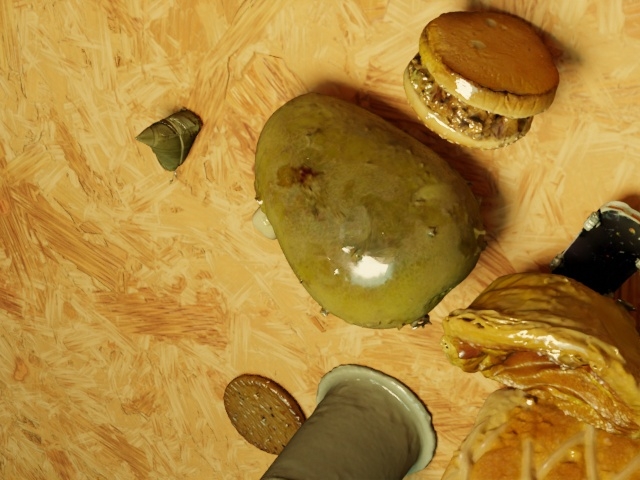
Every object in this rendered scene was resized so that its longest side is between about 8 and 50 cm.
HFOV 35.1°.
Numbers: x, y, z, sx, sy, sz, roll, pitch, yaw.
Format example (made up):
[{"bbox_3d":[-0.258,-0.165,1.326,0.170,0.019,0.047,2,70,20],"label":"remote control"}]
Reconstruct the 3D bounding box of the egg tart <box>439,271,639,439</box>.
[{"bbox_3d":[0.325,0.146,1.346,0.339,0.153,0.351,22,169,24],"label":"egg tart"}]

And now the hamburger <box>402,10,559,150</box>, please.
[{"bbox_3d":[0.191,-0.187,1.229,0.181,0.191,0.118,17,131,2],"label":"hamburger"}]

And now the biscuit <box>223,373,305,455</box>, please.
[{"bbox_3d":[-0.105,0.335,1.936,0.187,0.027,0.188,18,129,24],"label":"biscuit"}]

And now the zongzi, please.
[{"bbox_3d":[-0.269,-0.139,1.648,0.062,0.130,0.154,47,137,13],"label":"zongzi"}]

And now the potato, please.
[{"bbox_3d":[0.047,-0.039,1.408,0.359,0.219,0.270,40,91,17],"label":"potato"}]

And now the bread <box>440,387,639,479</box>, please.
[{"bbox_3d":[0.353,0.448,1.434,0.371,0.390,0.279,11,137,29],"label":"bread"}]

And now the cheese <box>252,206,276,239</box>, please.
[{"bbox_3d":[-0.045,-0.065,1.600,0.065,0.043,0.194,51,137,3],"label":"cheese"}]

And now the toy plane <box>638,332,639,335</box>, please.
[{"bbox_3d":[0.525,0.220,1.345,0.267,0.088,0.212,34,158,15],"label":"toy plane"}]

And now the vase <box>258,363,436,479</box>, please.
[{"bbox_3d":[0.022,0.382,1.693,0.245,0.291,0.245,20,130,27],"label":"vase"}]

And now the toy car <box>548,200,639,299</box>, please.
[{"bbox_3d":[0.372,0.021,1.337,0.095,0.056,0.205,37,151,9],"label":"toy car"}]
